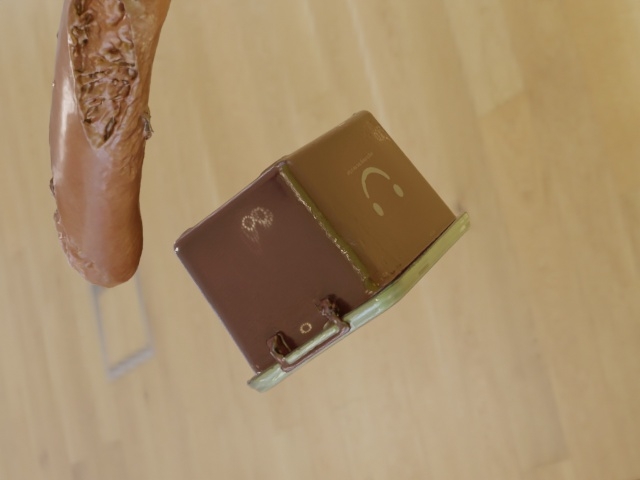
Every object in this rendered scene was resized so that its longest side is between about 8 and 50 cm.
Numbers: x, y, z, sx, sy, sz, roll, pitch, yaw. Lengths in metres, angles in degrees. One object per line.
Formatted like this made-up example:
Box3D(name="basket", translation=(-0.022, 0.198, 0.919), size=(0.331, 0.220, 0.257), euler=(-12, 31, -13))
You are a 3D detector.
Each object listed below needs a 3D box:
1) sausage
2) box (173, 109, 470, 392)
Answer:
Box3D(name="sausage", translation=(-0.156, -0.086, 1.134), size=(0.079, 0.087, 0.326), euler=(28, 137, 15))
Box3D(name="box", translation=(0.000, 0.000, 1.510), size=(0.193, 0.294, 0.167), euler=(-38, 90, 26))
